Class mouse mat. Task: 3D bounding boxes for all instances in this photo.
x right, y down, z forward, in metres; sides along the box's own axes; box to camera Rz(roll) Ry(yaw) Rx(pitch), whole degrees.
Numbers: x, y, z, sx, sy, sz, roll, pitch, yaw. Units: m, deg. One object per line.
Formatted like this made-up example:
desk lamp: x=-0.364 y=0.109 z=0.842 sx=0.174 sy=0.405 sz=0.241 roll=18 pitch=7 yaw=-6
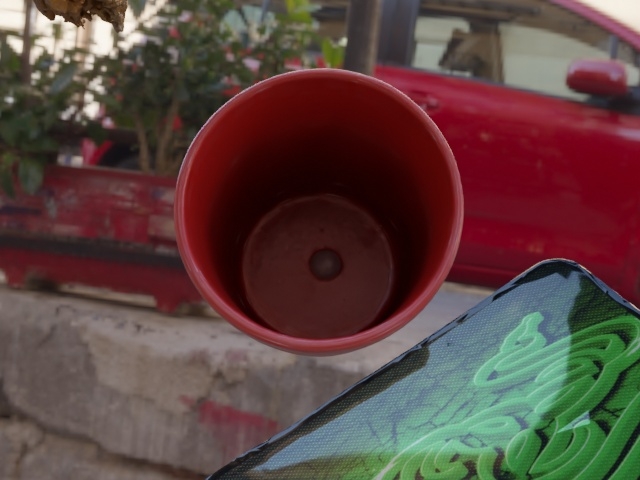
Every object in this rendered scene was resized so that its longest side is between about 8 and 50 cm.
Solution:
mouse mat: x=0.049 y=0.087 z=0.351 sx=0.190 sy=0.007 sz=0.152 roll=-32 pitch=35 yaw=-8

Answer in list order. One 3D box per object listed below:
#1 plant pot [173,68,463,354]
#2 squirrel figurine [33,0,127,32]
plant pot: x=0.000 y=0.000 z=1.060 sx=0.275 sy=0.274 sz=0.243 roll=7 pitch=-17 yaw=3
squirrel figurine: x=-0.284 y=-0.336 z=0.789 sx=0.397 sy=0.281 sz=0.370 roll=30 pitch=49 yaw=2
